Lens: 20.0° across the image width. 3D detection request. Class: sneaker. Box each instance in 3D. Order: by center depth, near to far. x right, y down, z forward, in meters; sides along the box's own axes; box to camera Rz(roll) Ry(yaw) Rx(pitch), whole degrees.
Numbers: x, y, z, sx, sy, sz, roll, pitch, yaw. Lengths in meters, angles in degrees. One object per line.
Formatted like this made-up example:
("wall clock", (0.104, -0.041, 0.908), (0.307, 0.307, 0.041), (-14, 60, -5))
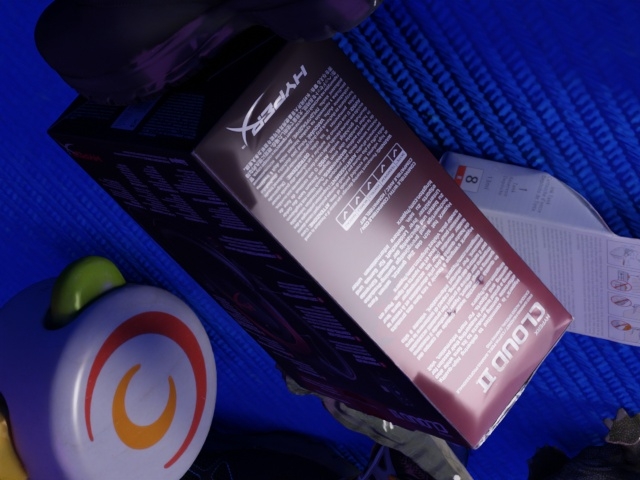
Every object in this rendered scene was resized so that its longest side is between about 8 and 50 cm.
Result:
("sneaker", (-0.072, -0.163, 0.982), (0.286, 0.109, 0.130), (-16, 127, 44))
("sneaker", (0.057, 0.235, 1.611), (0.084, 0.083, 0.215), (34, 129, -9))
("sneaker", (-0.090, 0.255, 1.785), (0.340, 0.140, 0.125), (12, 150, 26))

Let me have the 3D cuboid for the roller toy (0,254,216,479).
("roller toy", (-0.200, 0.130, 1.568), (0.146, 0.209, 0.191), (5, 163, 40))

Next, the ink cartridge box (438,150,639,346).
("ink cartridge box", (0.164, 0.009, 1.165), (0.179, 0.045, 0.145), (9, 152, 14))

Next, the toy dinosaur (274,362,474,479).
("toy dinosaur", (0.067, 0.112, 1.361), (0.268, 0.118, 0.064), (39, 153, -28))

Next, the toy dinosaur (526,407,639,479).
("toy dinosaur", (0.269, 0.217, 1.418), (0.313, 0.121, 0.160), (14, 166, 15))

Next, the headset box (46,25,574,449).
("headset box", (0.000, 0.000, 1.118), (0.293, 0.110, 0.218), (47, 163, -25))
